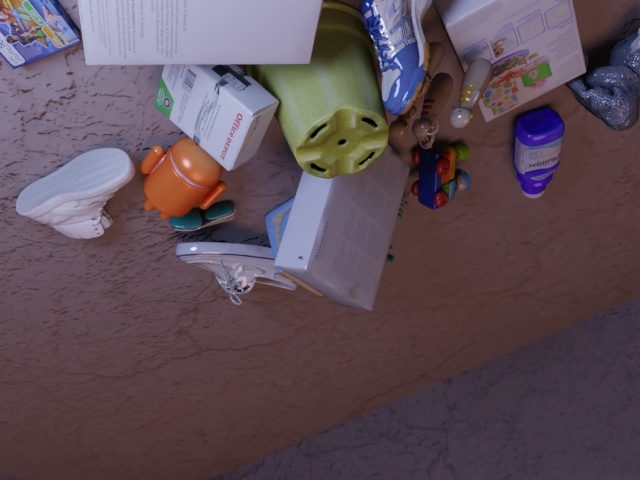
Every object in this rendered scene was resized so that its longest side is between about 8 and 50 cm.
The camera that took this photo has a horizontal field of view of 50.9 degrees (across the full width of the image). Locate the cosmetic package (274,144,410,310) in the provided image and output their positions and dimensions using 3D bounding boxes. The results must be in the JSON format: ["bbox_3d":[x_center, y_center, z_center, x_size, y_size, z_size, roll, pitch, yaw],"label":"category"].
[{"bbox_3d":[0.061,-0.065,1.516,0.097,0.377,0.284,6,161,34],"label":"cosmetic package"}]

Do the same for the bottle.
[{"bbox_3d":[0.561,-0.216,1.745,0.118,0.092,0.283,-18,146,1],"label":"bottle"}]

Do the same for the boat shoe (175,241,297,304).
[{"bbox_3d":[-0.212,0.091,1.773,0.367,0.156,0.136,9,171,-38],"label":"boat shoe"}]

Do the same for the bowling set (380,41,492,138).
[{"bbox_3d":[0.179,-0.309,1.356,0.200,0.154,0.287,32,161,-21],"label":"bowling set"}]

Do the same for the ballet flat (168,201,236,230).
[{"bbox_3d":[-0.287,-0.050,1.657,0.168,0.057,0.052,-13,156,-5],"label":"ballet flat"}]

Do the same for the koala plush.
[{"bbox_3d":[0.691,-0.378,1.506,0.221,0.203,0.196,-45,138,18],"label":"koala plush"}]

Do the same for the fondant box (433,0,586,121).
[{"bbox_3d":[0.397,-0.420,1.384,0.238,0.096,0.330,-26,144,14],"label":"fondant box"}]

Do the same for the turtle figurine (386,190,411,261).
[{"bbox_3d":[0.174,-0.071,1.764,0.118,0.175,0.234,12,116,15],"label":"turtle figurine"}]

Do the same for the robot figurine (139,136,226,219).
[{"bbox_3d":[-0.297,-0.138,1.462,0.219,0.158,0.128,-40,180,30],"label":"robot figurine"}]

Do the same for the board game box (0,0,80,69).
[{"bbox_3d":[-0.509,-0.385,1.101,0.136,0.035,0.201,-20,146,5],"label":"board game box"}]

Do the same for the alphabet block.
[{"bbox_3d":[0.000,0.000,1.731,0.193,0.192,0.197,-29,143,21],"label":"alphabet block"}]

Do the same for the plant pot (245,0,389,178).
[{"bbox_3d":[0.012,-0.268,1.294,0.276,0.254,0.276,-11,146,-8],"label":"plant pot"}]

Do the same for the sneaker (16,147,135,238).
[{"bbox_3d":[-0.491,-0.096,1.470,0.292,0.108,0.169,-18,149,20],"label":"sneaker"}]

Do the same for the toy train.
[{"bbox_3d":[0.310,-0.212,1.657,0.143,0.105,0.248,-20,124,-29],"label":"toy train"}]

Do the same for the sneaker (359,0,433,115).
[{"bbox_3d":[0.121,-0.374,1.203,0.131,0.296,0.112,8,173,-24],"label":"sneaker"}]

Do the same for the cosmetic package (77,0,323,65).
[{"bbox_3d":[-0.197,-0.397,1.076,0.365,0.197,0.155,-7,144,-17],"label":"cosmetic package"}]

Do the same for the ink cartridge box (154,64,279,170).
[{"bbox_3d":[-0.197,-0.256,1.259,0.087,0.208,0.153,-39,167,-45],"label":"ink cartridge box"}]
